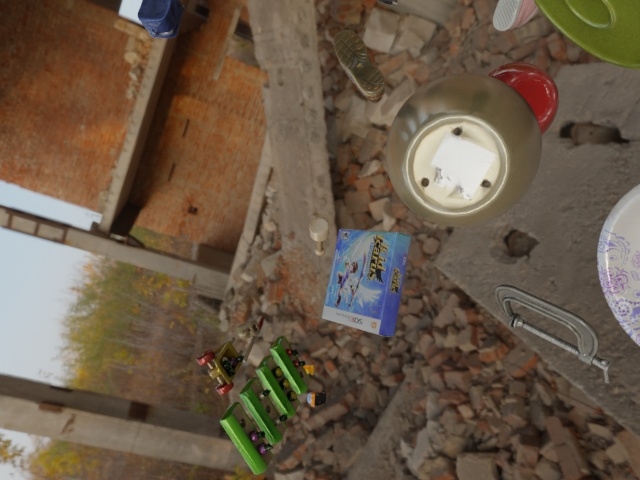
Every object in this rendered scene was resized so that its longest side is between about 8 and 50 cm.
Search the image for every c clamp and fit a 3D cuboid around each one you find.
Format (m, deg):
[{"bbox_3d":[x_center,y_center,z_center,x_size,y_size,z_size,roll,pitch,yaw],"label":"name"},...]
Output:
[{"bbox_3d":[0.300,0.120,0.678,0.161,0.137,0.022,31,71,37],"label":"c clamp"}]

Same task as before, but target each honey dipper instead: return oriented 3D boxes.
[{"bbox_3d":[0.000,0.000,0.850,0.160,0.031,0.030,84,-161,-74],"label":"honey dipper"}]

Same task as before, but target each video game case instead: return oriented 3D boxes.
[{"bbox_3d":[0.120,0.106,1.418,0.244,0.061,0.269,5,83,53],"label":"video game case"}]

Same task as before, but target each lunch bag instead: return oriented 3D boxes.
[{"bbox_3d":[-0.320,-0.457,1.051,0.065,0.067,0.098,56,-134,-71],"label":"lunch bag"}]

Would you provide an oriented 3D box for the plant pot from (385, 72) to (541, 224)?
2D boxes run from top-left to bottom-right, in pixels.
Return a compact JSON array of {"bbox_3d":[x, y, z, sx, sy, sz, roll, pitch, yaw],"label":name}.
[{"bbox_3d":[0.205,-0.124,0.763,0.256,0.257,0.274,-66,-9,18],"label":"plant pot"}]

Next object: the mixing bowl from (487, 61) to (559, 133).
[{"bbox_3d":[0.430,-0.293,1.101,0.098,0.182,0.181,-70,1,-80],"label":"mixing bowl"}]

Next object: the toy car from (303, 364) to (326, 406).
[{"bbox_3d":[-0.017,0.352,1.275,0.041,0.060,0.121,-1,102,31],"label":"toy car"}]

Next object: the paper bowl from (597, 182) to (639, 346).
[{"bbox_3d":[0.539,0.035,0.688,0.284,0.148,0.284,168,90,-69],"label":"paper bowl"}]

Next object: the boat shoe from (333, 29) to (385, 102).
[{"bbox_3d":[0.079,-0.362,1.087,0.177,0.064,0.060,63,179,19],"label":"boat shoe"}]

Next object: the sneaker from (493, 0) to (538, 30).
[{"bbox_3d":[0.326,-0.402,0.823,0.051,0.070,0.134,41,131,30],"label":"sneaker"}]

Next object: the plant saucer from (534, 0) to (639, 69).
[{"bbox_3d":[0.286,-0.254,0.531,0.037,0.241,0.241,-47,22,11],"label":"plant saucer"}]

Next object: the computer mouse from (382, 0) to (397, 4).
[{"bbox_3d":[0.214,-0.829,1.719,0.272,0.189,0.072,-137,60,-67],"label":"computer mouse"}]

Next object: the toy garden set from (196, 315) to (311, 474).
[{"bbox_3d":[-0.095,0.225,0.878,0.049,0.203,0.244,-24,12,24],"label":"toy garden set"}]
